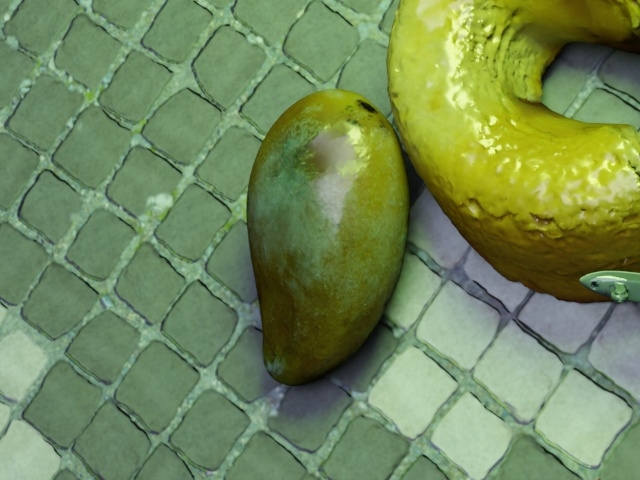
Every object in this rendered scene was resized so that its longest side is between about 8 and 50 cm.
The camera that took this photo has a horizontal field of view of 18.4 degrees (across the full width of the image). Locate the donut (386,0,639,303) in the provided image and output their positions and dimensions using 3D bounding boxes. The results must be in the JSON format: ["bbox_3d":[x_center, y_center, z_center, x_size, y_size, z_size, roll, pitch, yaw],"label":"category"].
[{"bbox_3d":[0.231,-0.171,1.983,0.378,0.163,0.435,10,82,27],"label":"donut"}]

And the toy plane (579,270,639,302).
[{"bbox_3d":[0.361,0.052,1.874,0.226,0.058,0.226,3,112,-5],"label":"toy plane"}]

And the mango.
[{"bbox_3d":[0.000,0.000,2.051,0.193,0.146,0.316,16,97,47],"label":"mango"}]
